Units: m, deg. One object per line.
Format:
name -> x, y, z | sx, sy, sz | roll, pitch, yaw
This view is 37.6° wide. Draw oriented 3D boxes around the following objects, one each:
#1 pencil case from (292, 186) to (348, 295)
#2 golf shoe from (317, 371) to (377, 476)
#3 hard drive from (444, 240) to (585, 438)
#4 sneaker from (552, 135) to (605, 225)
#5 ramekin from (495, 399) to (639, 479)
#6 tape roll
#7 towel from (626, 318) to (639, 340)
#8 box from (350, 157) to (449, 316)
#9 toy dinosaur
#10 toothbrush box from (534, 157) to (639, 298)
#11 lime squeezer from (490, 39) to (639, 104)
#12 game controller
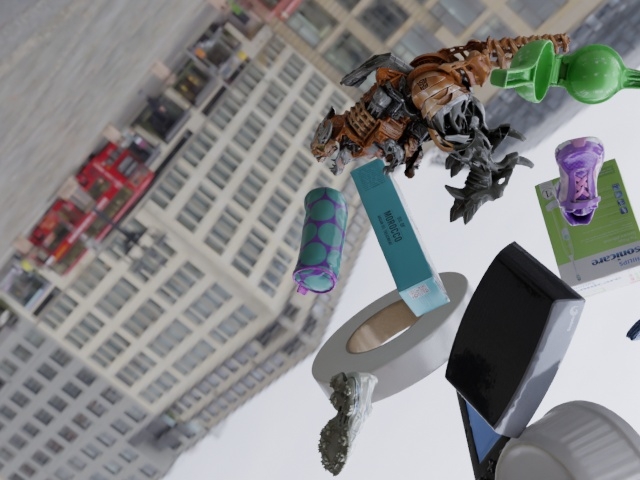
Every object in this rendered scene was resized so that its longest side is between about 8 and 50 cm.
pencil case -> 0.000, 0.000, 1.333 | 0.070, 0.064, 0.151 | -34, -144, 41
golf shoe -> 0.051, 0.288, 1.476 | 0.069, 0.086, 0.176 | 30, -65, 42
hard drive -> 0.273, 0.148, 1.378 | 0.172, 0.054, 0.254 | 47, -51, 43
sneaker -> 0.503, -0.108, 1.817 | 0.236, 0.095, 0.104 | 71, 17, -58
ramekin -> 0.376, 0.384, 1.400 | 0.127, 0.273, 0.273 | -11, 171, -28
tape roll -> 0.159, 0.201, 1.978 | 0.392, 0.072, 0.392 | -32, -167, 8
towel -> 0.722, 0.182, 2.033 | 0.029, 0.119, 0.067 | 64, -30, 34
box -> 0.125, -0.008, 1.498 | 0.060, 0.100, 0.244 | -26, -124, 9
toy dinosaur -> 0.148, -0.152, 1.152 | 0.322, 0.218, 0.164 | -15, -145, 41
toothbrush box -> 0.662, -0.025, 2.272 | 0.206, 0.122, 0.283 | -20, -118, 20
lime squeezer -> 0.245, -0.153, 0.848 | 0.110, 0.310, 0.059 | 2, -86, 58
game controller -> 0.322, 0.330, 1.809 | 0.319, 0.067, 0.166 | -96, -166, -46
